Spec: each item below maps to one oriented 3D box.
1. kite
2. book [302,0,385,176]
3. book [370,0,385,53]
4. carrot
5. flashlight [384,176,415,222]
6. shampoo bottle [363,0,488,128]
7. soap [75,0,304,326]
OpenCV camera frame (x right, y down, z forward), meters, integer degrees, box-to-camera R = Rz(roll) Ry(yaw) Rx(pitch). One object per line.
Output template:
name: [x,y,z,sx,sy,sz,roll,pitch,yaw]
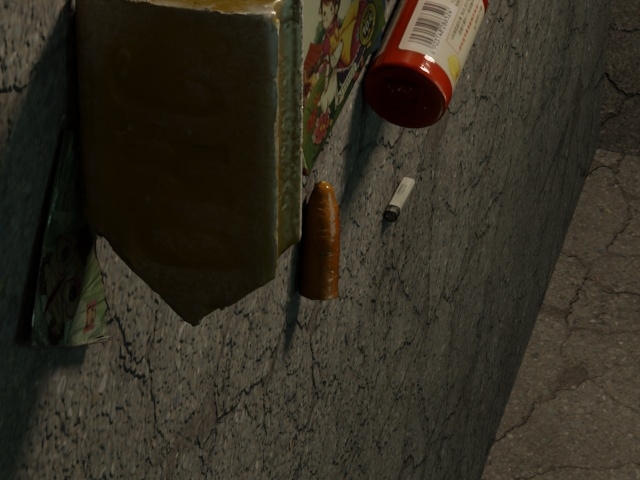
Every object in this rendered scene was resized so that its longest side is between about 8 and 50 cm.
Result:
kite: [-0.180,-0.005,1.545,0.229,0.012,0.250,85,21,-46]
book: [-0.001,-0.248,1.961,0.322,0.018,0.228,76,33,-52]
book: [0.030,-0.274,2.126,0.269,0.025,0.191,-42,141,-67]
carrot: [0.000,0.000,2.202,0.048,0.048,0.139,-54,150,-59]
flashlight: [0.104,-0.054,2.618,0.083,0.018,0.018,-60,159,-50]
shampoo bottle: [0.140,-0.264,2.406,0.104,0.104,0.278,86,21,-48]
soap: [-0.096,-0.066,1.487,0.080,0.160,0.258,-52,147,-59]
